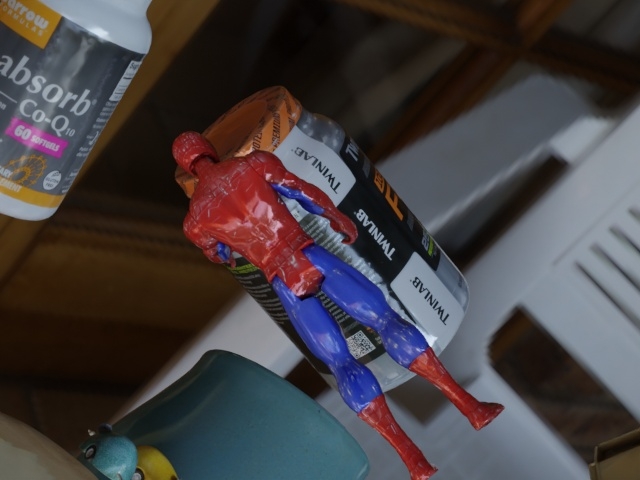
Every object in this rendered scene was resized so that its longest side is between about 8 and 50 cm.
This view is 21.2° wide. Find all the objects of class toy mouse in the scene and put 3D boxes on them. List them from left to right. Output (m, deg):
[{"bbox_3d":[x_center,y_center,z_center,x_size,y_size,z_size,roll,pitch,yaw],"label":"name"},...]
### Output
[{"bbox_3d":[-0.128,0.180,1.272,0.161,0.031,0.143,41,-2,13],"label":"toy mouse"}]

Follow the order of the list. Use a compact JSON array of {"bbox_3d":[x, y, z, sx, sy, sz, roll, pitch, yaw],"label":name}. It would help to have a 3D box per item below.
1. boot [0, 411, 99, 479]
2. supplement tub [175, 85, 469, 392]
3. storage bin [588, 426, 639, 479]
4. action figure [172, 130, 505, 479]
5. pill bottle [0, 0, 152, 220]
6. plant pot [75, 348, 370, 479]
[{"bbox_3d":[-0.274,0.211,1.153,0.295,0.211,0.104,18,37,14],"label":"boot"},{"bbox_3d":[0.000,0.000,1.829,0.316,0.193,0.193,50,26,-21],"label":"supplement tub"},{"bbox_3d":[0.422,0.284,1.725,0.123,0.262,0.260,52,23,-31],"label":"storage bin"},{"bbox_3d":[0.003,0.035,1.151,0.280,0.091,0.139,48,5,10],"label":"action figure"},{"bbox_3d":[-0.257,-0.172,1.600,0.162,0.278,0.162,30,11,-6],"label":"pill bottle"},{"bbox_3d":[-0.100,0.243,1.474,0.271,0.271,0.255,38,71,-7],"label":"plant pot"}]
